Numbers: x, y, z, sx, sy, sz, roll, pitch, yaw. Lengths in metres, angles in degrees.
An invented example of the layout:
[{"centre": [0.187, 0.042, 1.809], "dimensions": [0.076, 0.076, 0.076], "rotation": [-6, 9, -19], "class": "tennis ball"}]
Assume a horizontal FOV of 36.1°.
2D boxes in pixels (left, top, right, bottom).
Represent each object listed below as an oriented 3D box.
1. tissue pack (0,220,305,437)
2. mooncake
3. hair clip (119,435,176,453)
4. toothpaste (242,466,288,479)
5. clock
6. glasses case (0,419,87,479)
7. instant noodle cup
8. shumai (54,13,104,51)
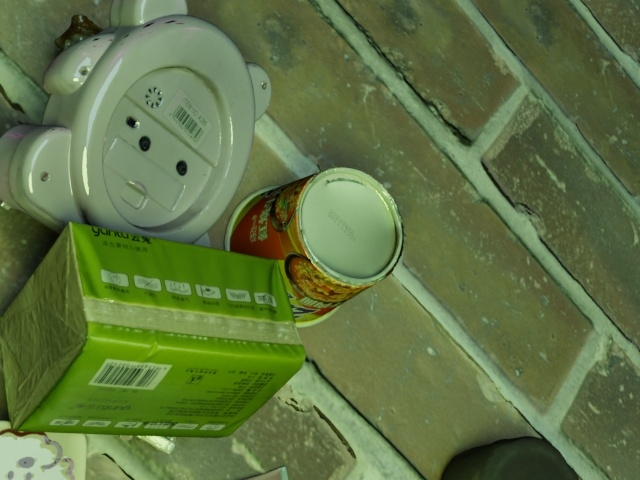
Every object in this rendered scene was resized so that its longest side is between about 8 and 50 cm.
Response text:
[{"centre": [-0.192, 0.113, 1.117], "dimensions": [0.274, 0.200, 0.167], "rotation": [10, 47, -39], "class": "tissue pack"}, {"centre": [0.274, 0.400, 1.406], "dimensions": [0.245, 0.133, 0.245], "rotation": [10, 69, -30], "class": "mooncake"}, {"centre": [-0.265, 0.196, 1.179], "dimensions": [0.214, 0.056, 0.062], "rotation": [31, 81, -13], "class": "hair clip"}, {"centre": [-0.115, 0.335, 1.237], "dimensions": [0.194, 0.043, 0.067], "rotation": [-3, 73, -39], "class": "toothpaste"}, {"centre": [-0.207, -0.125, 1.189], "dimensions": [0.295, 0.113, 0.322], "rotation": [39, 71, -43], "class": "clock"}, {"centre": [-0.421, 0.259, 1.039], "dimensions": [0.336, 0.076, 0.144], "rotation": [9, 71, -30], "class": "glasses case"}, {"centre": [0.000, 0.000, 1.331], "dimensions": [0.213, 0.174, 0.213], "rotation": [10, 70, -29], "class": "instant noodle cup"}, {"centre": [-0.293, -0.226, 1.267], "dimensions": [0.116, 0.145, 0.145], "rotation": [36, 56, 8], "class": "shumai"}]
